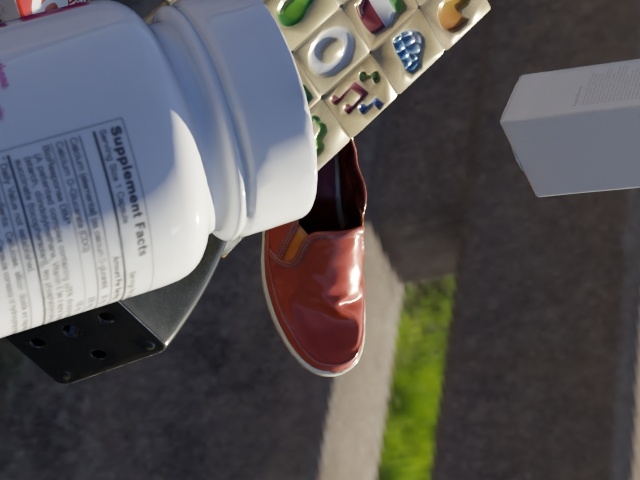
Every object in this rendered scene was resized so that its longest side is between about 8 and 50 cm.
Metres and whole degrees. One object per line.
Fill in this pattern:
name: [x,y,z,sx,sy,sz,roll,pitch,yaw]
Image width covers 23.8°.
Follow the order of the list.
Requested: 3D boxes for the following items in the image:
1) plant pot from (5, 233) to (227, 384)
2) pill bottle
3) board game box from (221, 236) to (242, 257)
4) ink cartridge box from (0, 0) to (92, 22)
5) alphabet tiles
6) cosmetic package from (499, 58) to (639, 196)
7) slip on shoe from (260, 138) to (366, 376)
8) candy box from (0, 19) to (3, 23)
plant pot: [-0.214,0.021,1.400,0.188,0.187,0.167,48,33,-38]
pill bottle: [-0.156,-0.036,0.808,0.283,0.160,0.160,-17,96,-18]
board game box: [-0.131,-0.084,2.091,0.165,0.243,0.042,19,38,-38]
ink cartridge box: [-0.215,-0.384,1.466,0.309,0.130,0.272,-36,153,-19]
alphabet tiles: [0.003,-0.210,1.224,0.011,0.342,0.285,41,-8,47]
cosmetic package: [0.318,-0.120,1.577,0.117,0.231,0.085,60,42,-36]
slip on shoe: [0.000,0.000,1.698,0.123,0.101,0.331,-10,107,-23]
candy box: [-0.416,-0.244,1.605,0.159,0.071,0.233,27,46,-9]
